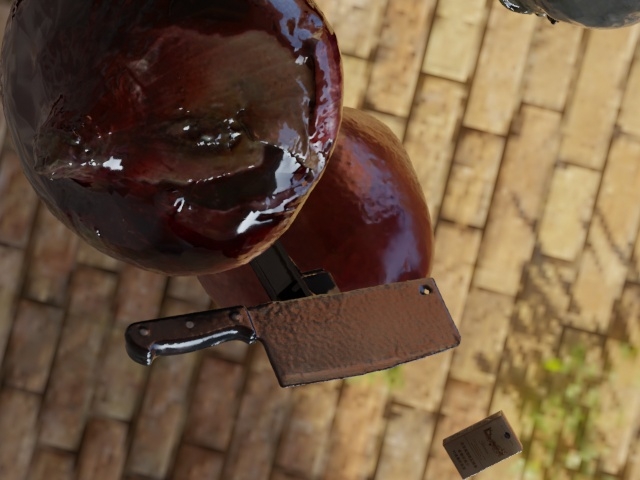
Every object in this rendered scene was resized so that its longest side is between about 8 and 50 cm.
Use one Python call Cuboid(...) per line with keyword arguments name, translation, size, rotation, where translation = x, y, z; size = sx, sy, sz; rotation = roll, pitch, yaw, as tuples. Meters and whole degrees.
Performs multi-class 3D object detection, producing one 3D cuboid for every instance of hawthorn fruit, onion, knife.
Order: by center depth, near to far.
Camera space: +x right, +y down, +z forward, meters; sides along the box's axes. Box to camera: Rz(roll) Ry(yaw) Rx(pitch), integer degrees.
Cuboid(name="onion", translation=(-0.120, -0.091, 1.196), size=(0.195, 0.272, 0.272), rotation=(-49, 156, -55))
Cuboid(name="knife", translation=(-0.015, 0.069, 1.198), size=(0.019, 0.245, 0.072), rotation=(111, -37, -49))
Cuboid(name="hawthorn fruit", translation=(-0.007, -0.015, 1.962), size=(0.295, 0.311, 0.295), rotation=(-17, 117, -35))

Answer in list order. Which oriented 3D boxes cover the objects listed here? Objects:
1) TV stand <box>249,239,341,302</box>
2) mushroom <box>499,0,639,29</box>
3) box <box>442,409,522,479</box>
Cuboid(name="TV stand", translation=(-0.062, -0.041, 1.475), size=(0.049, 0.256, 0.040), rotation=(-10, 154, -51))
Cuboid(name="mushroom", translation=(0.252, -0.270, 1.508), size=(0.397, 0.177, 0.126), rotation=(94, 20, -77))
Cuboid(name="box", translation=(0.195, 0.247, 2.066), size=(0.053, 0.083, 0.024), rotation=(61, 11, -10))
